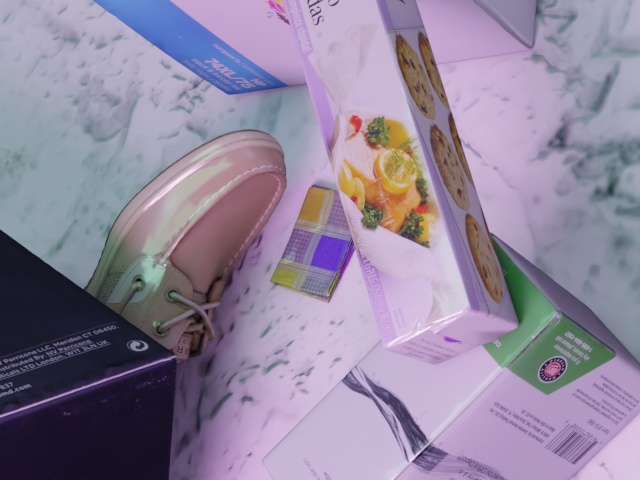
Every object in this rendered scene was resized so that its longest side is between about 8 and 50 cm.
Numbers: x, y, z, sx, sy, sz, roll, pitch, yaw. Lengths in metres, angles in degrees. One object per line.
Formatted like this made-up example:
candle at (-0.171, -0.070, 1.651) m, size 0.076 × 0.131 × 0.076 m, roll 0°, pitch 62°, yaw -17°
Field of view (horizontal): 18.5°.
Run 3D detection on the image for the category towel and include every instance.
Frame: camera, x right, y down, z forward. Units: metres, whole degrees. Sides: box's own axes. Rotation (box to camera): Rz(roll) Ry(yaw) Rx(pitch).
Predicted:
towel at (0.000, 0.000, 1.437) m, size 0.060 × 0.009 × 0.083 m, roll 17°, pitch 80°, yaw 38°

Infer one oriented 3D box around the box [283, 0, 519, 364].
box at (0.036, -0.085, 1.190) m, size 0.063 × 0.067 × 0.324 m, roll -26°, pitch 65°, yaw 24°

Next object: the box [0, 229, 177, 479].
box at (-0.258, 0.159, 1.355) m, size 0.294 × 0.182 × 0.296 m, roll 31°, pitch 126°, yaw 39°

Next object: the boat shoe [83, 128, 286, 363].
boat shoe at (-0.117, 0.051, 1.439) m, size 0.302 × 0.109 × 0.098 m, roll -48°, pitch 56°, yaw 15°

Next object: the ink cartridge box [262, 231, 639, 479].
ink cartridge box at (0.088, 0.117, 1.232) m, size 0.208 × 0.153 × 0.087 m, roll -45°, pitch 51°, yaw 8°

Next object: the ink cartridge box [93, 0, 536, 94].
ink cartridge box at (0.002, -0.245, 1.422) m, size 0.270 × 0.197 × 0.198 m, roll -5°, pitch 67°, yaw 32°
